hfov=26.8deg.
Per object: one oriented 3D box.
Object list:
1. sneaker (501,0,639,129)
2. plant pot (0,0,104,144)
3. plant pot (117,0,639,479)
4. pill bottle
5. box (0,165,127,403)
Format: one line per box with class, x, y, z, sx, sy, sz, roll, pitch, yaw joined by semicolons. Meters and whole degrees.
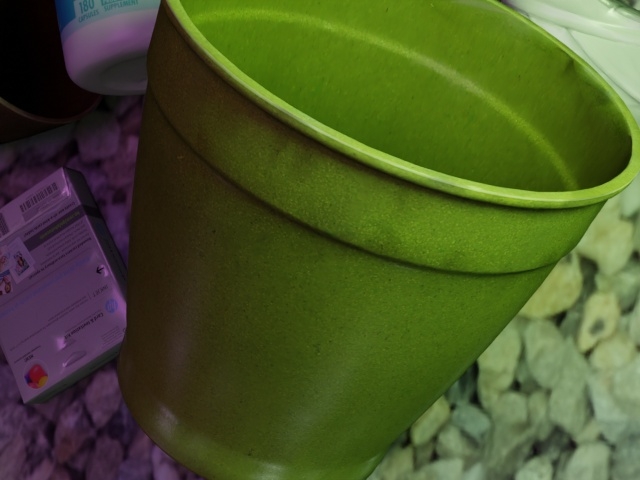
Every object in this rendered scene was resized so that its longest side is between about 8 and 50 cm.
sneaker;0.266;-0.125;1.097;0.297;0.111;0.129;28;106;29
plant pot;-0.362;-0.171;1.303;0.230;0.215;0.215;-23;75;33
plant pot;0.000;0.000;1.038;0.366;0.366;0.353;38;122;22
pill bottle;-0.185;-0.280;1.261;0.146;0.146;0.264;-16;78;20
box;-0.262;0.044;1.311;0.145;0.038;0.186;-33;72;16
